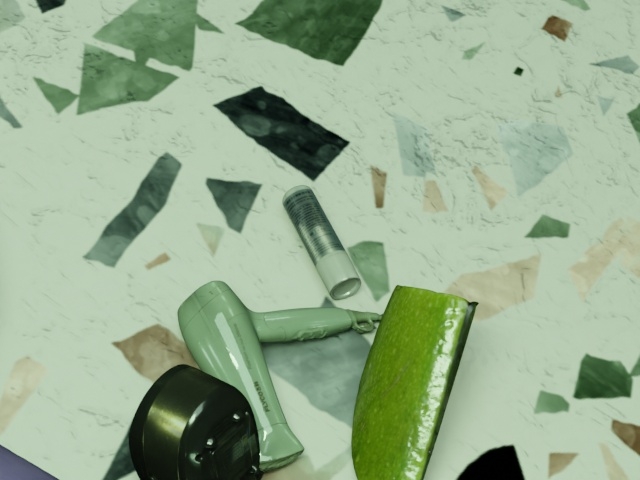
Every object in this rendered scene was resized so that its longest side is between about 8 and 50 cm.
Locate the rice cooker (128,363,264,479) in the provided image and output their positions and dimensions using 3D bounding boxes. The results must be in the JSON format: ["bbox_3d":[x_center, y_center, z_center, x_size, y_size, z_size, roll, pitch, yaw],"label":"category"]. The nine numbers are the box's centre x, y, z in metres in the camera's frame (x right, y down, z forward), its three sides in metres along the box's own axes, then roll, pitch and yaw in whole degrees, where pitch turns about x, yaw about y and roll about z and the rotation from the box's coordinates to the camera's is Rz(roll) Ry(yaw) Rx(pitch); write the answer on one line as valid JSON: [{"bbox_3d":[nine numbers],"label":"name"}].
[{"bbox_3d":[-0.120,0.200,1.751,0.106,0.165,0.112,17,46,37],"label":"rice cooker"}]

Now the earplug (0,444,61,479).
[{"bbox_3d":[-0.347,0.262,1.636,0.456,0.215,0.215,32,53,16],"label":"earplug"}]

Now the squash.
[{"bbox_3d":[0.083,0.177,1.907,0.093,0.169,0.252,17,85,0],"label":"squash"}]

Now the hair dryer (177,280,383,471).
[{"bbox_3d":[-0.016,0.126,1.911,0.237,0.075,0.206,-15,64,-32],"label":"hair dryer"}]

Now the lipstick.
[{"bbox_3d":[0.000,0.000,2.012,0.040,0.040,0.141,-14,58,-22],"label":"lipstick"}]
